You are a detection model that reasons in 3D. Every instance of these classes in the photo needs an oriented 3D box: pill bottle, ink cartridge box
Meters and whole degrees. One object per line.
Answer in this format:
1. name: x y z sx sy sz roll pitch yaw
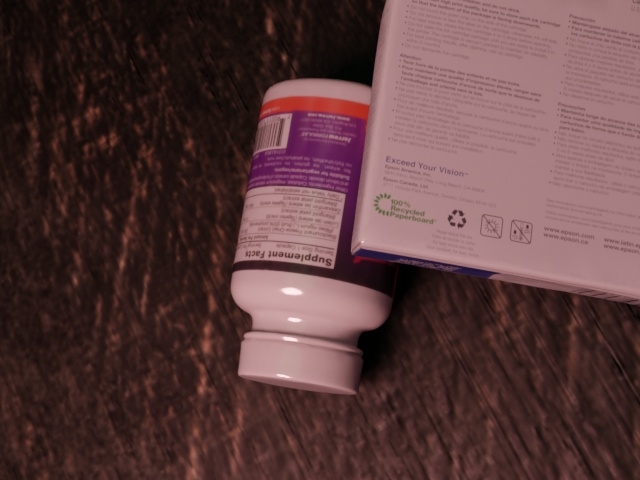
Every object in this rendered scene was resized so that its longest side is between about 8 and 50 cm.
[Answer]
1. pill bottle: 0.000 0.000 0.793 0.108 0.108 0.193 6 79 19
2. ink cartridge box: 0.141 -0.082 0.754 0.223 0.045 0.224 11 80 -7
